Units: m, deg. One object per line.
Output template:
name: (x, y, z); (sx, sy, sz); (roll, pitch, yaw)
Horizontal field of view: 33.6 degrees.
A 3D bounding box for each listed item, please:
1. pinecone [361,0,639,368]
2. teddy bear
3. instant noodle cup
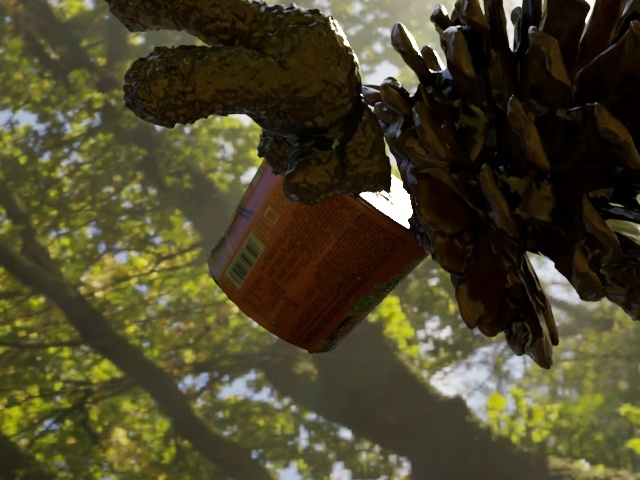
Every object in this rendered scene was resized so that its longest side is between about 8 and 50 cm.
pinecone: (0.240, -0.089, 0.965); (0.384, 0.384, 0.384); (23, -119, -51)
teddy bear: (-0.029, -0.110, 0.769); (0.251, 0.129, 0.182); (28, -136, -45)
instant noodle cup: (0.000, 0.000, 1.150); (0.230, 0.182, 0.230); (34, -166, -10)
